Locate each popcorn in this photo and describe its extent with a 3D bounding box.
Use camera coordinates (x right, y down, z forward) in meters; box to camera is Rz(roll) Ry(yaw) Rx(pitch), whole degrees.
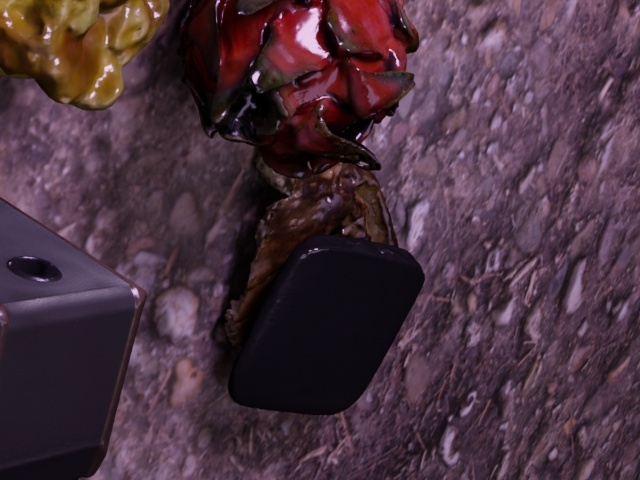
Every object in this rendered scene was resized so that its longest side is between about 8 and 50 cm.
[{"bbox_3d":[-0.200,-0.194,1.322,0.197,0.155,0.198,-18,116,-43],"label":"popcorn"}]

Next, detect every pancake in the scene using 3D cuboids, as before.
[{"bbox_3d":[0.000,0.000,1.814,0.212,0.056,0.257,-13,133,-39],"label":"pancake"}]

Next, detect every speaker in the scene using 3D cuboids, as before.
[{"bbox_3d":[-0.268,0.067,1.355,0.153,0.231,0.193,-7,121,-50],"label":"speaker"}]

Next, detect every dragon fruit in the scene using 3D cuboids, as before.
[{"bbox_3d":[-0.025,-0.154,1.536,0.274,0.193,0.192,-45,125,-40],"label":"dragon fruit"}]

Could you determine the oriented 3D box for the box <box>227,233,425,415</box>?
[{"bbox_3d":[0.005,0.086,1.815,0.212,0.042,0.201,8,118,-49],"label":"box"}]
